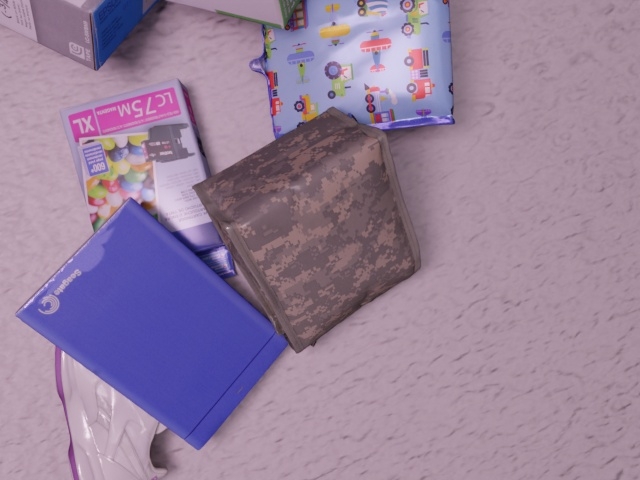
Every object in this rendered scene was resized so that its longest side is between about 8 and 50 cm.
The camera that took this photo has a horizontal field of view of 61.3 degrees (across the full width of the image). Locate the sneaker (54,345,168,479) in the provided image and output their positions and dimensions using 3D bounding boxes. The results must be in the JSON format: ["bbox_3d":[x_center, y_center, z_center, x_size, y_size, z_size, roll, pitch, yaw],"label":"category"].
[{"bbox_3d":[-0.312,0.235,0.817,0.152,0.114,0.305,-11,90,-23],"label":"sneaker"}]

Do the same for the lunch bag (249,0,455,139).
[{"bbox_3d":[0.037,-0.269,0.797,0.293,0.138,0.221,-4,102,6],"label":"lunch bag"}]

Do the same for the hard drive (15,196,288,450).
[{"bbox_3d":[-0.223,0.124,0.774,0.319,0.040,0.210,45,77,-19],"label":"hard drive"}]

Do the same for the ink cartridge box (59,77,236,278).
[{"bbox_3d":[-0.257,-0.069,0.823,0.185,0.065,0.311,-16,93,-2],"label":"ink cartridge box"}]

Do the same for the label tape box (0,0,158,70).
[{"bbox_3d":[-0.397,-0.411,0.738,0.333,0.106,0.241,25,59,-3],"label":"label tape box"}]

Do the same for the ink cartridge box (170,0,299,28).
[{"bbox_3d":[-0.087,-0.448,0.731,0.201,0.117,0.278,20,70,16],"label":"ink cartridge box"}]

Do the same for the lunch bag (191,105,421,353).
[{"bbox_3d":[0.000,0.000,0.761,0.235,0.169,0.287,-33,127,-12],"label":"lunch bag"}]
